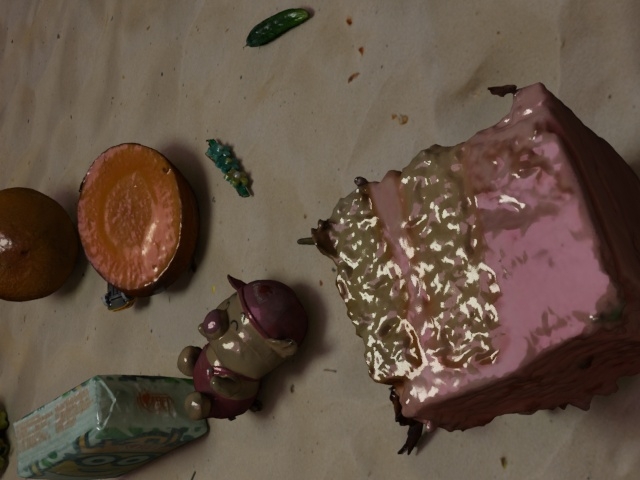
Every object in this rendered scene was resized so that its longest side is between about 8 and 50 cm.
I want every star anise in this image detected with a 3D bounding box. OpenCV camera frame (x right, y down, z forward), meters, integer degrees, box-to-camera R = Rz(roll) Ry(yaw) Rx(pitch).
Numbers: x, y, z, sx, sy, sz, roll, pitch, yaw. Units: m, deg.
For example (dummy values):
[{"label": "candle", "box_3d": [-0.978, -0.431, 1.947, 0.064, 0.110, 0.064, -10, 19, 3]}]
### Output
[{"label": "star anise", "box_3d": [0.147, 0.234, 1.204, 0.140, 0.158, 0.144, 5, 120, 56]}]

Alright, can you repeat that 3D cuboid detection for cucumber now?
[{"label": "cucumber", "box_3d": [-0.083, -0.384, 1.584, 0.168, 0.039, 0.039, -17, 70, 41]}]

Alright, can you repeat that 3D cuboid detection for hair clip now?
[{"label": "hair clip", "box_3d": [-0.176, -0.138, 1.629, 0.173, 0.049, 0.049, 50, 118, 41]}]

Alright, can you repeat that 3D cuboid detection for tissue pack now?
[{"label": "tissue pack", "box_3d": [-0.389, 0.347, 1.629, 0.311, 0.228, 0.127, -32, 60, 37]}]

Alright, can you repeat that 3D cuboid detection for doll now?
[{"label": "doll", "box_3d": [-0.133, 0.169, 1.450, 0.196, 0.152, 0.256, 47, 112, 26]}]

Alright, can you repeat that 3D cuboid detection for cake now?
[{"label": "cake", "box_3d": [0.219, 0.047, 0.995, 0.307, 0.314, 0.293, -32, 63, 28]}]

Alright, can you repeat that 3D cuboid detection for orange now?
[{"label": "orange", "box_3d": [-0.667, 0.006, 1.973, 0.264, 0.264, 0.264, -11, 75, 45]}]

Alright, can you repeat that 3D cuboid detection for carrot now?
[{"label": "carrot", "box_3d": [-0.356, -0.038, 1.710, 0.258, 0.100, 0.307, -29, 63, 18]}]

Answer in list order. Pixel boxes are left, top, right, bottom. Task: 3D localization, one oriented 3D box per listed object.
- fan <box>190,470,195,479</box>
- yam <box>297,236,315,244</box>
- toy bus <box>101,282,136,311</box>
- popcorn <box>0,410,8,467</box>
[{"label": "fan", "box_3d": [-0.244, 0.465, 1.615, 0.080, 0.003, 0.060, -43, 55, 33]}, {"label": "yam", "box_3d": [0.000, 0.000, 1.439, 0.107, 0.014, 0.014, -4, 80, 46]}, {"label": "toy bus", "box_3d": [-0.395, 0.065, 1.801, 0.070, 0.074, 0.162, -18, 67, 36]}, {"label": "popcorn", "box_3d": [-0.845, 0.481, 2.125, 0.170, 0.189, 0.218, 12, 85, 40]}]
